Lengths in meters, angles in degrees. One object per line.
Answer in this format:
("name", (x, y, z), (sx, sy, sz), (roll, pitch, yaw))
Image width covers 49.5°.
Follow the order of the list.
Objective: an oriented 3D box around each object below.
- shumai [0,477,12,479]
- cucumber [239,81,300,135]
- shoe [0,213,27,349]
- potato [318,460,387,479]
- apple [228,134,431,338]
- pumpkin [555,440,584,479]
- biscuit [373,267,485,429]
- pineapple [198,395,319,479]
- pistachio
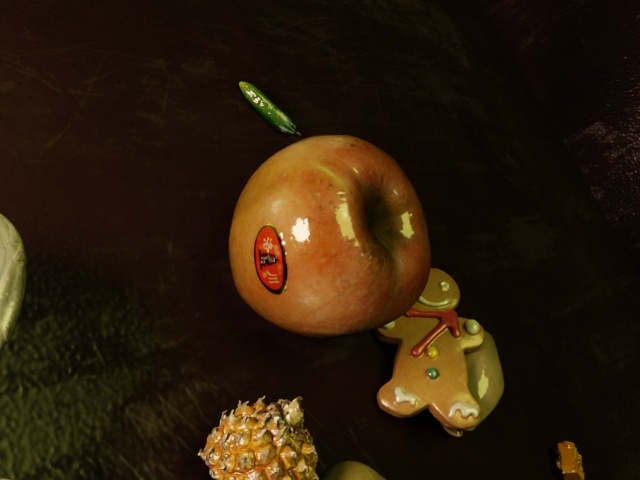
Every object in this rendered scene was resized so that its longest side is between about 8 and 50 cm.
("shumai", (-0.352, 0.269, 0.553), (0.260, 0.225, 0.222), (-31, 116, -21))
("cucumber", (-0.106, -0.270, 1.446), (0.168, 0.039, 0.039), (42, 38, -12))
("shoe", (-0.438, 0.087, 0.711), (0.210, 0.132, 0.342), (28, 48, -36))
("potato", (0.032, 0.416, 0.965), (0.157, 0.157, 0.194), (45, 51, -13))
("apple", (0.000, 0.000, 1.143), (0.338, 0.305, 0.338), (19, 63, -43))
("pumpkin", (0.562, 0.506, 1.572), (0.083, 0.054, 0.074), (54, 34, -39))
("biscuit", (0.207, 0.186, 1.329), (0.216, 0.047, 0.340), (10, 53, 4))
("pineapple", (-0.060, 0.269, 0.936), (0.161, 0.137, 0.176), (31, 6, -22))
("pistachio", (0.287, 0.272, 1.381), (0.153, 0.138, 0.238), (14, 53, -9))
